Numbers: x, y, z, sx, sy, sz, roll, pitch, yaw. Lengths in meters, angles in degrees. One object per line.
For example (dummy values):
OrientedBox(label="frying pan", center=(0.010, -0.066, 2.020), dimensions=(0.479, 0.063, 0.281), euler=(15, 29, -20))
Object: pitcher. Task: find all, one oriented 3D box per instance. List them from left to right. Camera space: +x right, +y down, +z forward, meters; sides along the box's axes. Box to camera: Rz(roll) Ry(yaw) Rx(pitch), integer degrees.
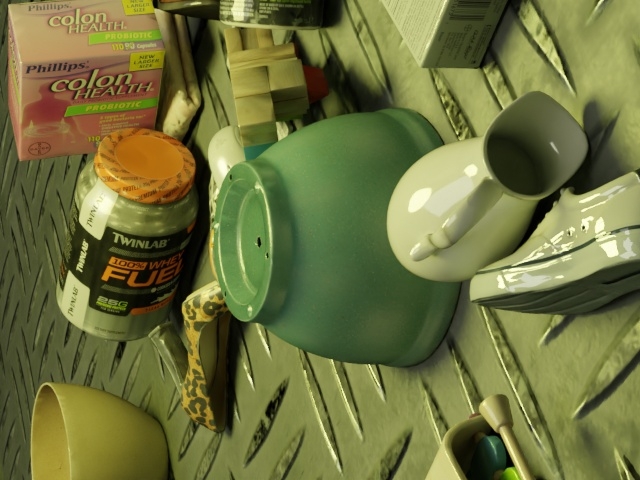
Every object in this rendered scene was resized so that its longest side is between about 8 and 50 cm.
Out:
OrientedBox(label="pitcher", center=(0.129, -0.027, 1.269), dimensions=(0.125, 0.178, 0.207), euler=(49, 145, 2))

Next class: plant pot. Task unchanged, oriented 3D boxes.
OrientedBox(label="plant pot", center=(-0.368, 0.379, 2.356), dimensions=(0.284, 0.191, 0.284), euler=(179, 90, -65))
OrientedBox(label="plant pot", center=(0.000, 0.000, 1.521), dimensions=(0.293, 0.196, 0.293), euler=(178, 90, -66))

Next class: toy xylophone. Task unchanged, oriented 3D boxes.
OrientedBox(label="toy xylophone", center=(0.182, 0.289, 1.274), dimensions=(0.236, 0.081, 0.322), euler=(114, 145, -43))

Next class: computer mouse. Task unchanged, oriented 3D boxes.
OrientedBox(label="computer mouse", center=(-0.104, -0.072, 1.839), dimensions=(0.106, 0.042, 0.193), euler=(-35, 67, 16))

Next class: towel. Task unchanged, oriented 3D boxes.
OrientedBox(label="towel", center=(-0.289, -0.267, 2.315), dimensions=(0.332, 0.053, 0.317), euler=(128, 135, -55))

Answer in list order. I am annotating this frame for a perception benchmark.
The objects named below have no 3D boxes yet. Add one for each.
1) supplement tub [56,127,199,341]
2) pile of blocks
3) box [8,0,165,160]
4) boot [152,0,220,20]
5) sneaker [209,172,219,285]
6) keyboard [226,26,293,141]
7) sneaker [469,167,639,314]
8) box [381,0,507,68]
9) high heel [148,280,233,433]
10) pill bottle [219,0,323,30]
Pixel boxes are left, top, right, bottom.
OrientedBox(label="supplement tub", center=(-0.302, -0.009, 2.187), dimensions=(0.193, 0.194, 0.316), euler=(-116, 33, -42))
OrientedBox(label="pile of blocks", center=(-0.048, -0.170, 1.692), dimensions=(0.362, 0.113, 0.149), euler=(-104, 5, -71))
OrientedBox(label="box", center=(-0.361, -0.246, 2.111), dimensions=(0.243, 0.213, 0.117), euler=(109, 149, -54))
OrientedBox(label="boot", center=(-0.176, -0.473, 2.052), dimensions=(0.264, 0.096, 0.280), euler=(-143, 63, -69))
OrientedBox(label="sneaker", center=(-0.119, -0.038, 1.925), dimensions=(0.083, 0.084, 0.215), euler=(166, 112, -64))
OrientedBox(label="keyboard", center=(-0.088, -0.201, 1.921), dimensions=(0.256, 0.014, 0.072), euler=(-116, 34, -43))
OrientedBox(label="sneaker", center=(0.221, 0.004, 1.186), dimensions=(0.258, 0.094, 0.091), euler=(-23, 57, 57))
OrientedBox(label="box", center=(0.124, -0.261, 1.381), dimensions=(0.126, 0.072, 0.137), euler=(111, 146, -41))
OrientedBox(label="high heel", center=(-0.137, 0.162, 2.010), dimensions=(0.261, 0.093, 0.186), euler=(-40, 77, 45))
OrientedBox(label="pill bottle", center=(-0.054, -0.384, 1.696), dimensions=(0.130, 0.130, 0.245), euler=(-153, 65, -63))
